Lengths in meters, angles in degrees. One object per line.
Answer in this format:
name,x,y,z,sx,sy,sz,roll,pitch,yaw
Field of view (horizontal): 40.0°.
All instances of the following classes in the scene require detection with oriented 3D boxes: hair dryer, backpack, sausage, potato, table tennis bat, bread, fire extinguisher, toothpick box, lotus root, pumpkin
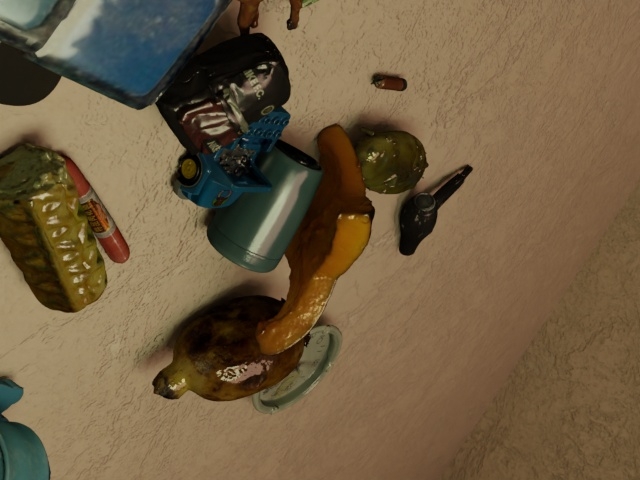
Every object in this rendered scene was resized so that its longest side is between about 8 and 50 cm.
hair dryer,0.241,-0.076,1.789,0.219,0.075,0.195,-43,163,-23
backpack,-0.116,-0.178,1.067,0.165,0.105,0.120,-26,148,6
sausage,-0.290,-0.036,1.123,0.034,0.034,0.253,-39,151,-14
potato,0.113,-0.133,1.482,0.117,0.090,0.225,-60,155,10
table tennis bat,-0.328,-0.180,0.900,0.156,0.013,0.087,5,125,-57
bread,-0.324,-0.001,1.060,0.098,0.087,0.269,-36,152,-22
fire extinguisher,0.109,-0.252,1.398,0.028,0.022,0.083,-20,170,38
toothpick box,-0.078,-0.055,1.301,0.120,0.120,0.184,8,117,-57
lotus root,-0.139,0.181,1.470,0.314,0.169,0.141,-24,131,-35
pumpkin,-0.008,0.002,1.369,0.095,0.258,0.290,20,121,-19

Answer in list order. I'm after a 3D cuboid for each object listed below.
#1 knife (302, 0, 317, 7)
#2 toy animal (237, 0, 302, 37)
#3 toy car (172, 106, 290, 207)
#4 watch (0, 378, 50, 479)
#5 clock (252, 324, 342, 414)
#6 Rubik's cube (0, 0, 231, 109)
knife,0.050,-0.364,1.181,0.207,0.014,0.030,-38,150,-17
toy animal,-0.109,-0.298,1.003,0.224,0.066,0.229,-25,160,-1
toy car,-0.111,-0.114,1.193,0.097,0.100,0.191,-4,134,-55
watch,-0.454,0.300,1.162,0.211,0.193,0.211,-34,152,-21
clock,-0.056,0.253,1.802,0.236,0.053,0.236,-34,148,-25
Rubik's cube,-0.195,-0.340,0.513,0.362,0.363,0.359,-54,149,12
